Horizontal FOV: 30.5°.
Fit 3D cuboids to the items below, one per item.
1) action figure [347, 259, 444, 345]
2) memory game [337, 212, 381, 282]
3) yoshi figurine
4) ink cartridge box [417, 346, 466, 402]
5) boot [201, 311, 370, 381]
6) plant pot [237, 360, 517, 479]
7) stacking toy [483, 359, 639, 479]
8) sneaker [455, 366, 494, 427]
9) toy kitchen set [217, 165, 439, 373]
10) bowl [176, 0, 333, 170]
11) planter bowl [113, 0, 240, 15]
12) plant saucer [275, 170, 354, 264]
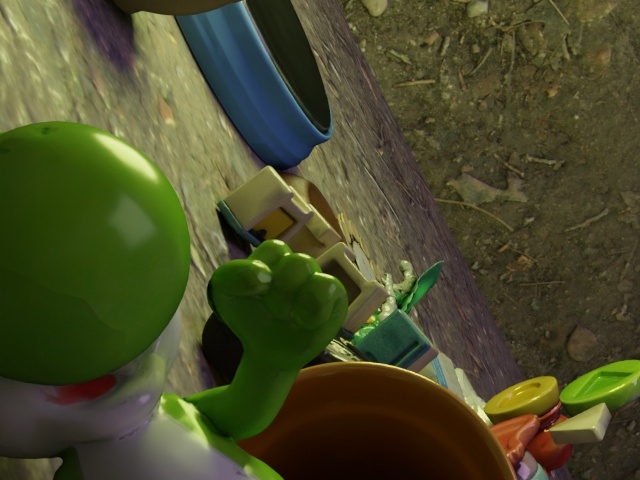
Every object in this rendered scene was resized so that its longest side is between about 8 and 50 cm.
[{"bbox_3d":[0.074,0.090,1.440,0.063,0.137,0.232,44,21,0],"label":"action figure"},{"bbox_3d":[0.063,0.049,1.677,0.186,0.012,0.186,-23,90,-79],"label":"memory game"},{"bbox_3d":[-0.070,0.095,0.504,0.362,0.203,0.203,55,26,6],"label":"yoshi figurine"},{"bbox_3d":[0.105,0.176,1.376,0.181,0.104,0.061,40,29,-66],"label":"ink cartridge box"},{"bbox_3d":[0.019,0.120,0.988,0.236,0.085,0.178,37,8,2],"label":"boot"},{"bbox_3d":[0.025,0.207,0.771,0.188,0.205,0.205,79,-6,-63],"label":"plant pot"},{"bbox_3d":[0.342,0.298,1.680,0.309,0.280,0.130,-32,99,-53],"label":"stacking toy"},{"bbox_3d":[0.266,0.306,1.891,0.087,0.092,0.228,37,30,-65],"label":"sneaker"},{"bbox_3d":[-0.011,0.058,1.146,0.207,0.122,0.166,49,3,26],"label":"toy kitchen set"},{"bbox_3d":[-0.092,-0.277,1.455,0.391,0.077,0.391,-23,90,-79],"label":"bowl"},{"bbox_3d":[-0.152,-0.274,1.086,0.162,0.109,0.162,61,13,-24],"label":"planter bowl"},{"bbox_3d":[0.000,0.000,1.426,0.198,0.036,0.198,61,12,-23],"label":"plant saucer"}]
